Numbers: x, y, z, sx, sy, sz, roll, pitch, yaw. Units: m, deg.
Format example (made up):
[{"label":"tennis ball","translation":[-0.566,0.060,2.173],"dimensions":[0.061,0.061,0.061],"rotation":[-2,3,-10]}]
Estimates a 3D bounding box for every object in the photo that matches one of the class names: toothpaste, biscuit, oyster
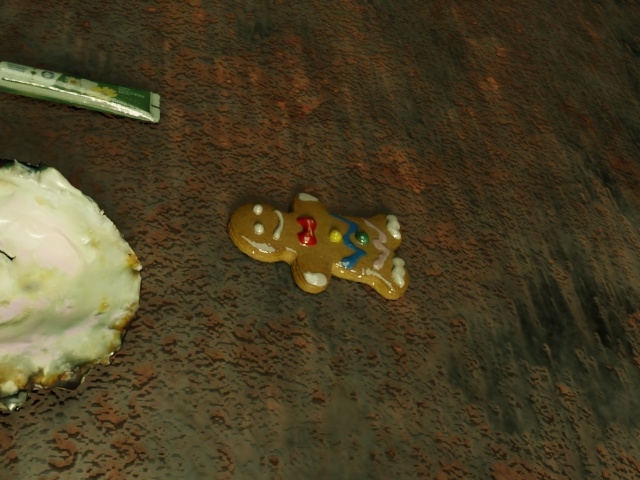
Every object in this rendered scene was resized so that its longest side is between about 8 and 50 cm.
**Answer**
[{"label":"toothpaste","translation":[-0.280,-0.168,0.889],"dimensions":[0.204,0.031,0.049],"rotation":[9,48,-21]},{"label":"biscuit","translation":[0.000,0.000,0.868],"dimensions":[0.204,0.031,0.138],"rotation":[12,46,-14]},{"label":"oyster","translation":[-0.272,0.021,0.679],"dimensions":[0.260,0.092,0.198],"rotation":[49,47,9]}]
